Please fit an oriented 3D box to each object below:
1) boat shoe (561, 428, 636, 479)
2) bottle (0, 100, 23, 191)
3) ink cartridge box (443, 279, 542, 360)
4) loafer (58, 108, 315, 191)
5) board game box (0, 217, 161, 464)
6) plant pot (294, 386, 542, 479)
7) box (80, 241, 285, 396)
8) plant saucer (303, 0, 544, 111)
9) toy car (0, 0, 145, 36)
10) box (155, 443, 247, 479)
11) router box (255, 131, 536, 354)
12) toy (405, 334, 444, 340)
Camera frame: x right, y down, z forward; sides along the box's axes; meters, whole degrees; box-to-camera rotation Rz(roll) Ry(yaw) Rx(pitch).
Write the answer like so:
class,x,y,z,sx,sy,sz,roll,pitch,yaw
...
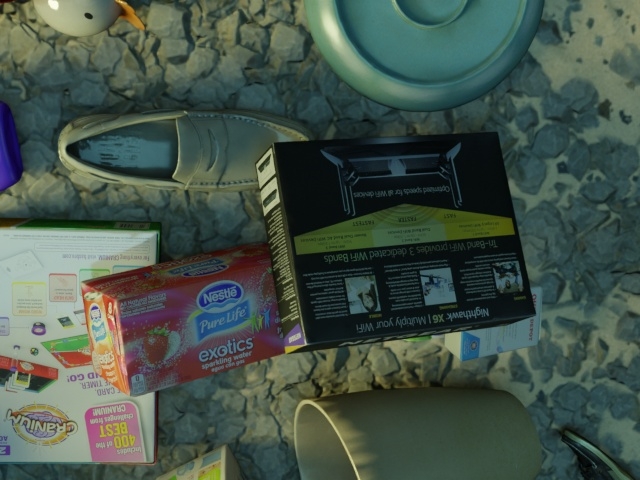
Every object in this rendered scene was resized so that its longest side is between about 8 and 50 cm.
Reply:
class,x,y,z,sx,sy,sz,roll,pitch,yaw
boat shoe,0.393,0.325,1.425,0.152,0.056,0.049,39,90,-12
bottle,-0.515,-0.099,1.230,0.283,0.092,0.118,-10,101,-4
ink cartridge box,0.230,0.102,1.346,0.122,0.052,0.088,-8,111,-20
loafer,-0.162,-0.109,1.254,0.320,0.111,0.112,-2,101,-5
board game box,-0.330,0.132,1.309,0.242,0.064,0.316,2,101,-6
plant pot,0.139,0.292,1.317,0.274,0.256,0.256,-15,103,-20
box,-0.147,0.090,1.240,0.257,0.128,0.122,-13,105,-30
plant saucer,0.137,-0.320,1.278,0.318,0.043,0.317,-1,101,-5
toy car,-0.305,-0.308,1.168,0.238,0.210,0.219,21,87,-22
box,-0.148,0.366,1.303,0.114,0.203,0.103,-26,103,0
router box,0.092,-0.002,1.233,0.309,0.081,0.242,-4,77,-21
toy,0.130,0.021,1.338,0.137,0.056,0.237,-2,101,-7
